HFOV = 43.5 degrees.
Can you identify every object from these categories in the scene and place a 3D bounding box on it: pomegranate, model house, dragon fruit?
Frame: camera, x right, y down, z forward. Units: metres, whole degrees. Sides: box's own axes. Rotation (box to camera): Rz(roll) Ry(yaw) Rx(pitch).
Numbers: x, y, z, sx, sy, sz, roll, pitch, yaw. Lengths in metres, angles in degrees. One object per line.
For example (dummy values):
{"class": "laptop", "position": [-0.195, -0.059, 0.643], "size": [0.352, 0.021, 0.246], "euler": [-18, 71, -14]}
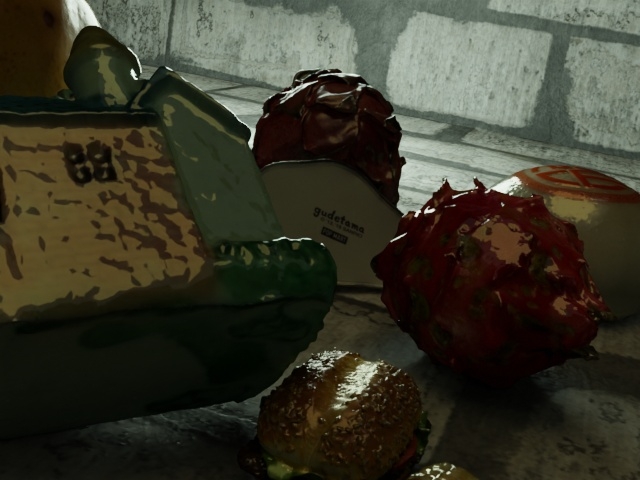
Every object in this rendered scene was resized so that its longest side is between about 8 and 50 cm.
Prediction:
{"class": "pomegranate", "position": [-0.525, -0.253, 1.164], "size": [0.416, 0.417, 0.417], "euler": [8, 18, -2]}
{"class": "model house", "position": [-0.170, -0.034, 0.670], "size": [0.267, 0.194, 0.325], "euler": [-3, 58, -28]}
{"class": "dragon fruit", "position": [0.014, -0.143, 1.276], "size": [0.244, 0.244, 0.299], "euler": [-5, 38, -36]}
{"class": "dragon fruit", "position": [0.185, 0.051, 0.825], "size": [0.205, 0.210, 0.268], "euler": [-44, 39, -17]}

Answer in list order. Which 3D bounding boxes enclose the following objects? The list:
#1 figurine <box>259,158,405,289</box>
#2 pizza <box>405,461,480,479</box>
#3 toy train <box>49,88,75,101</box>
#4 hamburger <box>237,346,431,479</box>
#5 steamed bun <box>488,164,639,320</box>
{"class": "figurine", "position": [0.000, 0.000, 1.089], "size": [0.250, 0.167, 0.141], "euler": [33, -28, -8]}
{"class": "pizza", "position": [0.141, 0.244, 0.406], "size": [0.287, 0.075, 0.280], "euler": [16, 23, 16]}
{"class": "toy train", "position": [-0.265, -0.038, 0.855], "size": [0.150, 0.222, 0.304], "euler": [-29, 19, -5]}
{"class": "hamburger", "position": [0.012, 0.142, 0.625], "size": [0.137, 0.087, 0.166], "euler": [15, 19, 21]}
{"class": "steamed bun", "position": [0.341, -0.014, 1.117], "size": [0.282, 0.177, 0.283], "euler": [7, 17, -2]}
